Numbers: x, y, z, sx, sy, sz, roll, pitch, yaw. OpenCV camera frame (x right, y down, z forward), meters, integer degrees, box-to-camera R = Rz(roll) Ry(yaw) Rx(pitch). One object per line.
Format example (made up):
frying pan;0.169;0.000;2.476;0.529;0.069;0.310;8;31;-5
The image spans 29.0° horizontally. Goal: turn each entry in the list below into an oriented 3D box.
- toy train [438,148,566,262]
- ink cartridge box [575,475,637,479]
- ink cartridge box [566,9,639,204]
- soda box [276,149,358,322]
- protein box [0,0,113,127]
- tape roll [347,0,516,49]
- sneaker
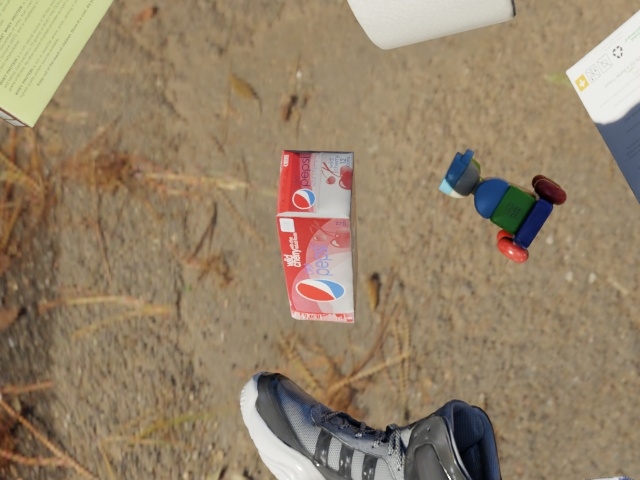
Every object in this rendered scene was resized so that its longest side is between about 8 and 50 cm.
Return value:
toy train;0.226;-0.061;1.596;0.143;0.248;0.105;33;100;2
ink cartridge box;0.240;0.402;1.223;0.330;0.071;0.324;-14;59;34
ink cartridge box;0.475;-0.162;1.463;0.072;0.303;0.307;-11;68;-44
soda box;0.000;0.000;1.450;0.083;0.263;0.092;2;61;3
protein box;-0.353;-0.258;1.325;0.201;0.136;0.200;33;82;-22
tape roll;0.018;-0.285;0.569;0.072;0.392;0.392;-12;64;12
sneaker;0.056;0.175;1.063;0.268;0.153;0.101;44;22;23
